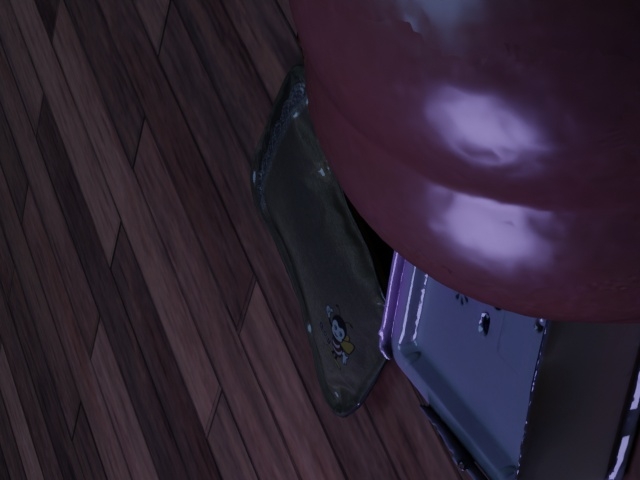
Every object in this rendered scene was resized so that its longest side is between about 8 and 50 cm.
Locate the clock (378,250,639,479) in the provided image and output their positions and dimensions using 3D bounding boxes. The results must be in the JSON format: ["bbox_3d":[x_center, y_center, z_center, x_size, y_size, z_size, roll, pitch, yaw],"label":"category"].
[{"bbox_3d":[0.099,0.009,0.822,0.147,0.071,0.192,-130,41,-51],"label":"clock"}]

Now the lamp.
[{"bbox_3d":[0.118,-0.117,0.558,0.305,0.240,0.305,10,-90,-73],"label":"lamp"}]

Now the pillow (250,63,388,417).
[{"bbox_3d":[-0.001,0.000,1.087,0.130,0.033,0.217,118,140,-49],"label":"pillow"}]
